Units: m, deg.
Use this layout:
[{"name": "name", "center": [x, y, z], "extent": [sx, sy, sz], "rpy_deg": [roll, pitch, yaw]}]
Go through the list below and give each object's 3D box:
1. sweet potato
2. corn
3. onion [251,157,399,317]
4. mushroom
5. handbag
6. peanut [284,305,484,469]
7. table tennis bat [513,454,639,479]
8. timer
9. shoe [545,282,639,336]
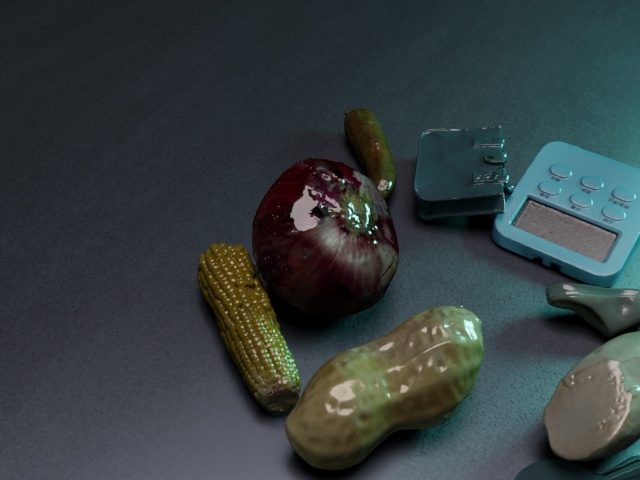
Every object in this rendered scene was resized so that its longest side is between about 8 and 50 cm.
[{"name": "sweet potato", "center": [0.101, -0.165, 1.545], "extent": [0.075, 0.075, 0.273], "rpy_deg": [-6, 45, -10]}, {"name": "corn", "center": [-0.110, 0.115, 1.194], "extent": [0.096, 0.097, 0.320], "rpy_deg": [-13, 46, -18]}, {"name": "onion", "center": [0.000, 0.000, 1.256], "extent": [0.252, 0.219, 0.252], "rpy_deg": [9, 72, -29]}, {"name": "mushroom", "center": [0.435, 0.195, 1.112], "extent": [0.350, 0.128, 0.128], "rpy_deg": [-20, 46, -30]}, {"name": "handbag", "center": [0.264, -0.129, 1.482], "extent": [0.179, 0.062, 0.229], "rpy_deg": [-5, 39, 17]}, {"name": "peanut", "center": [0.093, 0.196, 1.083], "extent": [0.313, 0.149, 0.149], "rpy_deg": [-22, 47, -22]}, {"name": "table tennis bat", "center": [0.337, 0.322, 1.027], "extent": [0.201, 0.033, 0.124], "rpy_deg": [-17, 47, -18]}, {"name": "timer", "center": [0.450, -0.048, 1.417], "extent": [0.231, 0.091, 0.250], "rpy_deg": [25, 49, 23]}, {"name": "shoe", "center": [0.446, 0.113, 1.256], "extent": [0.195, 0.079, 0.078], "rpy_deg": [10, 76, -4]}]
